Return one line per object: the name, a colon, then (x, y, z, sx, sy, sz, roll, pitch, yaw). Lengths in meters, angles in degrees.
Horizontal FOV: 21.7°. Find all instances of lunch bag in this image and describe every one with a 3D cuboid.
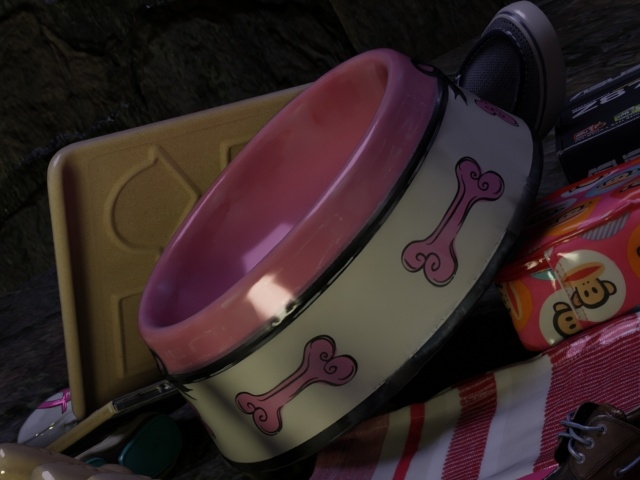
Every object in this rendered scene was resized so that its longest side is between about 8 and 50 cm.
lunch bag: (0.307, -0.016, 1.468, 0.293, 0.120, 0.258, -24, 7, 23)

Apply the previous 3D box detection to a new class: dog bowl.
dog bowl: (0.000, 0.000, 1.492, 0.408, 0.150, 0.408, -42, 19, 18)

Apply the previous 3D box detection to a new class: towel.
towel: (0.129, 0.151, 1.294, 0.329, 0.037, 0.237, -22, 13, 17)

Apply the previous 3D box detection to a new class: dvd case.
dvd case: (-0.188, 0.174, 1.702, 0.164, 0.018, 0.221, -19, -11, -37)

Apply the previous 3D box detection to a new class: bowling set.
bowling set: (-0.160, 0.264, 1.258, 0.154, 0.200, 0.287, 15, -4, -27)

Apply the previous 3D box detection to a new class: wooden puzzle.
wooden puzzle: (-0.120, -0.004, 1.715, 0.347, 0.322, 0.080, -20, 40, -26)

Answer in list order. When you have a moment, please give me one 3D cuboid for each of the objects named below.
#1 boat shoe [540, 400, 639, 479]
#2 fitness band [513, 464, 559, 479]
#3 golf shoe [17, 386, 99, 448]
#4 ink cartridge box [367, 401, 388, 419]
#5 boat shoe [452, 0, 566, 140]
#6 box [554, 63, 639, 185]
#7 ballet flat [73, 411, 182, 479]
boat shoe: (0.171, 0.127, 0.988, 0.183, 0.066, 0.066, -25, 11, -11)
fitness band: (0.153, 0.201, 0.974, 0.209, 0.054, 0.291, -27, 13, -8)
golf shoe: (-0.255, 0.192, 1.860, 0.186, 0.067, 0.086, -27, 10, -3)
ink cartridge box: (0.041, 0.058, 1.614, 0.239, 0.060, 0.275, -56, 18, -9)
boat shoe: (0.165, -0.121, 1.907, 0.158, 0.127, 0.340, -27, -28, -24)
box: (0.457, -0.170, 1.859, 0.395, 0.097, 0.318, -24, 9, 14)
ballet flat: (-0.211, 0.232, 1.565, 0.086, 0.086, 0.248, -21, 4, 24)
